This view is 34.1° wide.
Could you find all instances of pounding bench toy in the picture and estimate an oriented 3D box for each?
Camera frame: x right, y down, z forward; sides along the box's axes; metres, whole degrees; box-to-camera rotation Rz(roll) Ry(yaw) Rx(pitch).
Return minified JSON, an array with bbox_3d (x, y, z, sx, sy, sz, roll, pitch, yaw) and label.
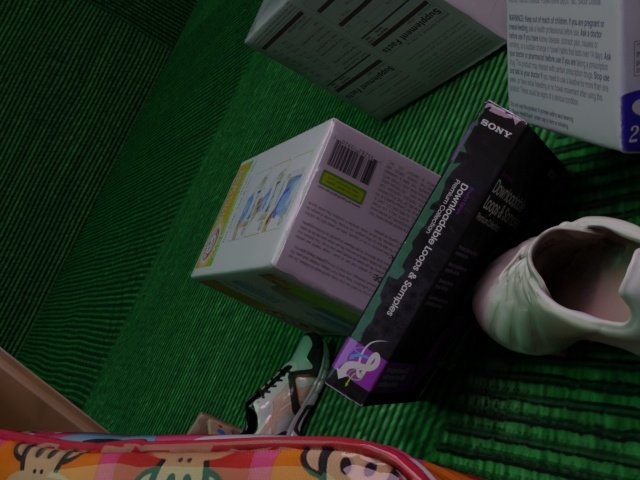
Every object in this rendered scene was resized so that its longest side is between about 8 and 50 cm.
[{"bbox_3d":[-0.088,0.189,0.798,0.083,0.052,0.065,-57,19,15],"label":"pounding bench toy"}]

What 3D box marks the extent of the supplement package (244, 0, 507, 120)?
[{"bbox_3d":[0.080,-0.266,0.855,0.204,0.145,0.262,-24,42,63],"label":"supplement package"}]

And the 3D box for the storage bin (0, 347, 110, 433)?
[{"bbox_3d":[-0.275,0.259,0.889,0.123,0.260,0.262,-34,28,21],"label":"storage bin"}]

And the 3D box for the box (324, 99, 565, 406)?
[{"bbox_3d":[0.071,0.013,0.559,0.162,0.029,0.116,-62,-23,5],"label":"box"}]

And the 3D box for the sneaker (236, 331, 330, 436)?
[{"bbox_3d":[-0.027,0.114,0.760,0.040,0.043,0.109,-27,37,64],"label":"sneaker"}]

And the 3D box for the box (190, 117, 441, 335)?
[{"bbox_3d":[0.000,0.000,0.733,0.103,0.114,0.203,-67,18,-12],"label":"box"}]

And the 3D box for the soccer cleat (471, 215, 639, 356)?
[{"bbox_3d":[0.113,0.017,0.465,0.068,0.076,0.196,-64,18,-7],"label":"soccer cleat"}]

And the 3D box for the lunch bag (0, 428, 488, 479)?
[{"bbox_3d":[-0.058,0.206,0.402,0.293,0.120,0.258,-4,70,35],"label":"lunch bag"}]

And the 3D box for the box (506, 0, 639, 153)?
[{"bbox_3d":[0.143,-0.120,0.494,0.126,0.072,0.137,-135,39,-71],"label":"box"}]
